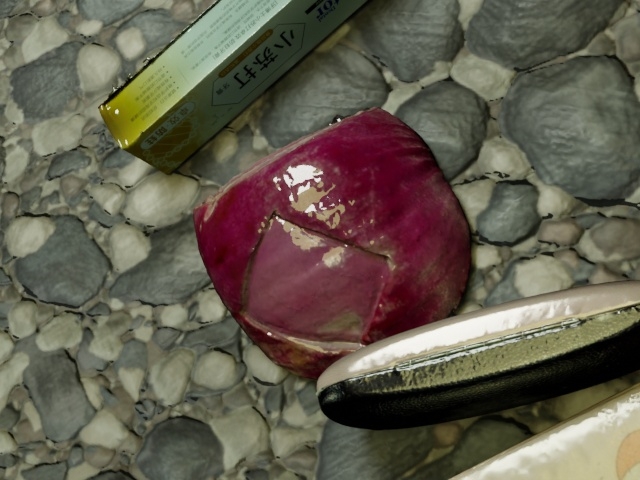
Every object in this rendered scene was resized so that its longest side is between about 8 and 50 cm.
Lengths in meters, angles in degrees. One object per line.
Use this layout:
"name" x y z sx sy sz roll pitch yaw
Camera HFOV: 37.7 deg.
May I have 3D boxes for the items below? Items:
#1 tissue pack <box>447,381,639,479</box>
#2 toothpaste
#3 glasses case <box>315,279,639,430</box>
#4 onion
"tissue pack" 0.220 0.224 0.739 0.325 0.071 0.170 -30 71 12
"toothpaste" -0.076 -0.198 0.936 0.313 0.089 0.071 -40 61 10
"glasses case" 0.147 0.097 0.768 0.314 0.122 0.075 -18 67 18
"onion" 0.000 0.000 0.854 0.250 0.111 0.247 -30 68 11
